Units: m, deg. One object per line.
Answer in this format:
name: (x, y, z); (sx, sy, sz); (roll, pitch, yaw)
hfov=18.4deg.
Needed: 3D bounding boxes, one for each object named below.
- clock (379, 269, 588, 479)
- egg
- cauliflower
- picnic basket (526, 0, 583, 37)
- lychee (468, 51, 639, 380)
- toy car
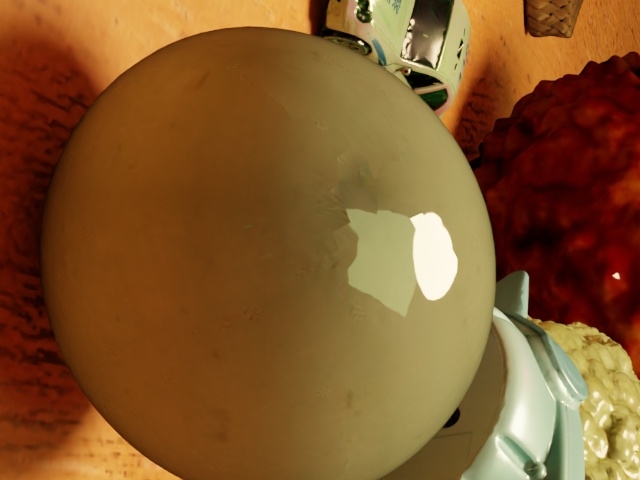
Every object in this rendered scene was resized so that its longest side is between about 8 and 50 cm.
clock: (0.060, 0.132, 1.292); (0.094, 0.224, 0.274); (47, 42, -42)
egg: (-0.021, 0.015, 0.899); (0.282, 0.203, 0.203); (66, 36, -62)
cauliflower: (0.114, 0.174, 1.491); (0.327, 0.260, 0.281); (-13, 145, -47)
picnic basket: (0.240, -0.295, 1.978); (0.193, 0.055, 0.110); (78, 26, -51)
lychee: (0.320, 0.075, 1.785); (0.500, 0.425, 0.424); (65, 15, 5)
toy car: (0.057, -0.142, 1.343); (0.224, 0.076, 0.090); (55, 48, -70)
